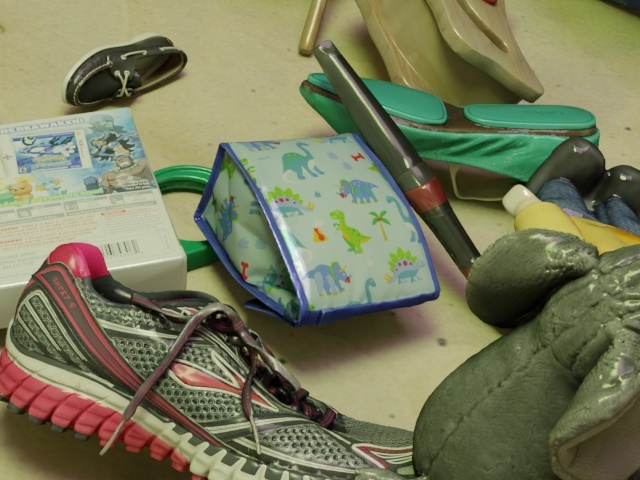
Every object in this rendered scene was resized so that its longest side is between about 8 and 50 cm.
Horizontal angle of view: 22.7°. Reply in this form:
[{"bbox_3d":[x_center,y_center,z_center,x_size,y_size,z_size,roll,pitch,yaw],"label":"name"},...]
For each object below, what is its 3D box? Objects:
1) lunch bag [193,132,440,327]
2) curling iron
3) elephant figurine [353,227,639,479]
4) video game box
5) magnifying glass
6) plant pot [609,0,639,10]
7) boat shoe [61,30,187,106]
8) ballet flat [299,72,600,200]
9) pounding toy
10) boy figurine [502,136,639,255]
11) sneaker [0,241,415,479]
[{"bbox_3d":[0.000,0.000,1.168,0.129,0.096,0.151,-9,45,-34],"label":"lunch bag"},{"bbox_3d":[0.082,-0.042,1.222,0.274,0.035,0.068,49,37,4],"label":"curling iron"},{"bbox_3d":[0.156,0.063,0.909,0.169,0.239,0.186,30,43,11],"label":"elephant figurine"},{"bbox_3d":[-0.217,-0.015,1.153,0.205,0.048,0.187,-9,44,-15],"label":"video game box"},{"bbox_3d":[-0.134,0.014,1.185,0.092,0.026,0.231,28,42,15],"label":"magnifying glass"},{"bbox_3d":[0.366,-0.334,1.493,0.212,0.236,0.236,39,76,17],"label":"plant pot"},{"bbox_3d":[-0.162,-0.138,1.326,0.038,0.046,0.125,30,36,25],"label":"boat shoe"},{"bbox_3d":[0.101,-0.075,1.292,0.247,0.087,0.083,8,22,-3],"label":"ballet flat"},{"bbox_3d":[0.086,-0.188,1.426,0.154,0.155,0.269,15,43,-43],"label":"pounding toy"},{"bbox_3d":[0.211,0.015,1.145,0.177,0.092,0.285,29,16,-12],"label":"boy figurine"},{"bbox_3d":[-0.060,0.095,1.014,0.299,0.112,0.121,19,3,5],"label":"sneaker"}]
